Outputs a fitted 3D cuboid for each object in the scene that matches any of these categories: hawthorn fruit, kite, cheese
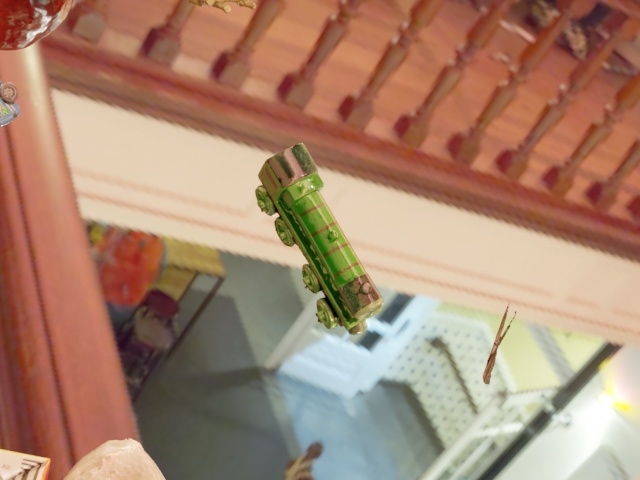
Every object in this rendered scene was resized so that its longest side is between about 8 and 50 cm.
[{"bbox_3d":[-0.486,-0.421,1.885,0.224,0.224,0.261,25,-13,-19],"label":"hawthorn fruit"},{"bbox_3d":[0.223,0.125,1.498,0.005,0.152,0.137,20,47,2],"label":"kite"},{"bbox_3d":[-0.282,0.396,1.672,0.154,0.189,0.198,-2,27,25],"label":"cheese"}]

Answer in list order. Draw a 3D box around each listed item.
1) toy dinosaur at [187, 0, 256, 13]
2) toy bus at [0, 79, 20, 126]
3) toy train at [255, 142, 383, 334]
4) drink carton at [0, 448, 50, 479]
[{"bbox_3d":[-0.094,-0.189,0.903,0.113,0.026,0.041,9,10,-33],"label":"toy dinosaur"},{"bbox_3d":[-0.244,-0.107,0.811,0.083,0.038,0.046,57,48,-21],"label":"toy bus"},{"bbox_3d":[0.000,0.000,1.517,0.085,0.119,0.251,-28,82,-19],"label":"toy train"},{"bbox_3d":[-0.456,0.462,1.607,0.111,0.351,0.154,14,24,-9],"label":"drink carton"}]
